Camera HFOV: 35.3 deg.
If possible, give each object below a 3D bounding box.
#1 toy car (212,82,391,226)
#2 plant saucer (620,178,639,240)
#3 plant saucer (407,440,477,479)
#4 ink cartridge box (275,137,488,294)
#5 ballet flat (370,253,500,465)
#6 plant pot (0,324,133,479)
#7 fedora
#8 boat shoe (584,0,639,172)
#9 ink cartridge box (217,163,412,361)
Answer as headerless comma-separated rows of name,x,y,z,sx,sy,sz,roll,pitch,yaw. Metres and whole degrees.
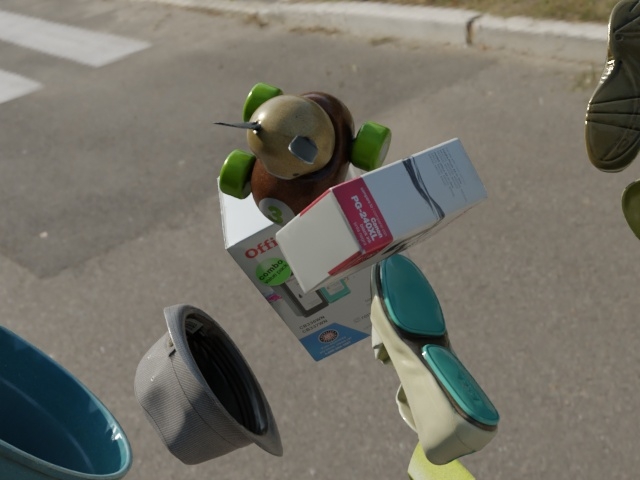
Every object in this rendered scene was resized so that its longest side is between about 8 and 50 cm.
toy car,-0.033,-0.085,1.001,0.155,0.148,0.188,21,5,13
plant saucer,0.458,-0.005,1.139,0.037,0.241,0.241,-51,36,-14
plant saucer,0.151,0.322,1.098,0.045,0.188,0.188,-20,9,-7
ink cartridge box,0.054,-0.021,0.868,0.150,0.063,0.109,-23,-9,-33
ballet flat,0.092,0.116,0.991,0.086,0.086,0.248,-18,43,-4
plant pot,-0.355,0.227,0.913,0.255,0.272,0.272,-54,29,3
fedora,-0.174,0.220,1.416,0.124,0.243,0.275,-36,44,7
boat shoe,0.365,-0.177,1.191,0.080,0.073,0.223,6,73,24
ink cartridge box,0.000,0.000,1.524,0.198,0.270,0.197,-28,36,12
